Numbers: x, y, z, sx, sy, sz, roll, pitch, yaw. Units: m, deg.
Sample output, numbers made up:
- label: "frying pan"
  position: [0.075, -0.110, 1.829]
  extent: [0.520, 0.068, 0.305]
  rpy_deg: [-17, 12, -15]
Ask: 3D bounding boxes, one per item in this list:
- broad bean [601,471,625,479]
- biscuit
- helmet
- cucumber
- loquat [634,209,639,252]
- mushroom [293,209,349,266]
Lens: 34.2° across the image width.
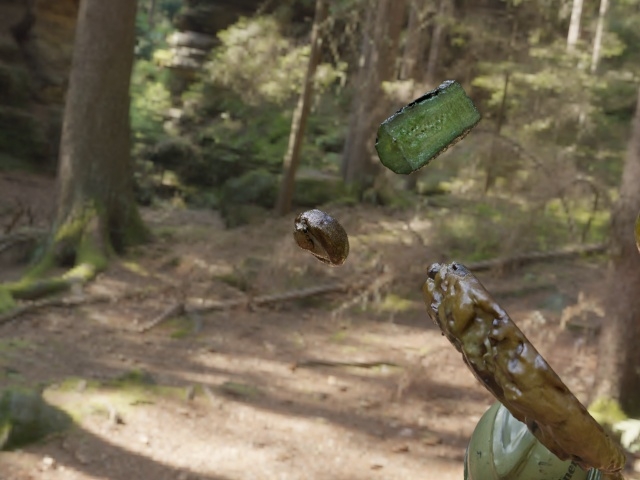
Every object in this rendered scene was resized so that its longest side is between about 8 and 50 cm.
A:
- label: "broad bean"
  position: [0.468, 0.401, 1.863]
  extent: [0.165, 0.084, 0.114]
  rpy_deg: [32, 4, 8]
- label: "biscuit"
  position: [0.222, 0.149, 1.213]
  extent: [0.289, 0.081, 0.334]
  rpy_deg: [47, 3, -21]
- label: "helmet"
  position: [0.284, 0.314, 1.474]
  extent: [0.204, 0.257, 0.137]
  rpy_deg: [5, -25, 30]
- label: "cucumber"
  position: [0.128, -0.137, 1.322]
  extent: [0.062, 0.078, 0.211]
  rpy_deg: [-36, 0, 41]
- label: "loquat"
  position: [0.541, -0.018, 1.538]
  extent: [0.163, 0.163, 0.137]
  rpy_deg: [7, 25, -24]
- label: "mushroom"
  position: [0.000, 0.000, 1.904]
  extent: [0.087, 0.127, 0.127]
  rpy_deg: [-38, 17, -13]
